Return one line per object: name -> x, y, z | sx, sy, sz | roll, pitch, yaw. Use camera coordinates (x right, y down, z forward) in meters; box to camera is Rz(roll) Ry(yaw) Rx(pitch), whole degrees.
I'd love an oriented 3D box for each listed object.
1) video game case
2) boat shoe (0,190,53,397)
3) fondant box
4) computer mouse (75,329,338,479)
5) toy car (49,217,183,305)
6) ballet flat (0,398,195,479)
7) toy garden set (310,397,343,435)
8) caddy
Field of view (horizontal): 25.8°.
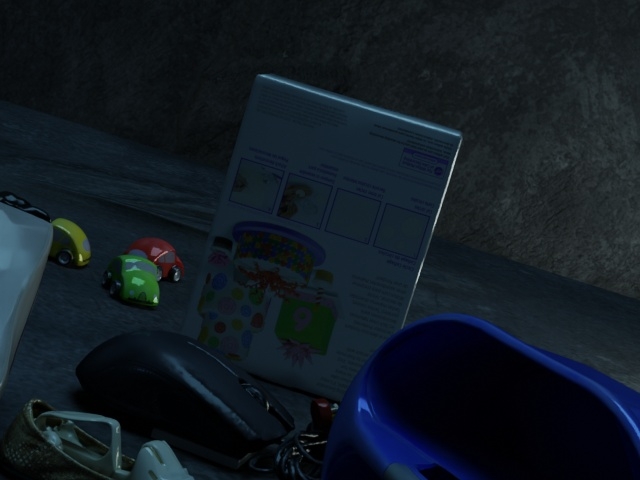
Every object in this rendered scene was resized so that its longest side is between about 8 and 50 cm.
video game case -> -0.100, 0.183, 1.324 | 0.087, 0.011, 0.122 | 19, 10, 11
boat shoe -> -0.302, 0.115, 1.090 | 0.127, 0.158, 0.340 | 22, 37, -1
fondant box -> 0.000, 0.000, 1.586 | 0.238, 0.330, 0.096 | 18, 8, 3
computer mouse -> -0.097, 0.141, 1.313 | 0.272, 0.072, 0.188 | 19, 11, 10
toy car -> -0.257, 0.028, 1.812 | 0.239, 0.053, 0.225 | 12, 10, -28
ballet flat -> -0.156, 0.178, 1.081 | 0.206, 0.067, 0.073 | 20, 9, 13
toy garden set -> 0.119, 0.207, 1.241 | 0.204, 0.049, 0.244 | -9, 44, -21
caddy -> 0.132, 0.194, 0.990 | 0.179, 0.241, 0.341 | 16, 8, -37
